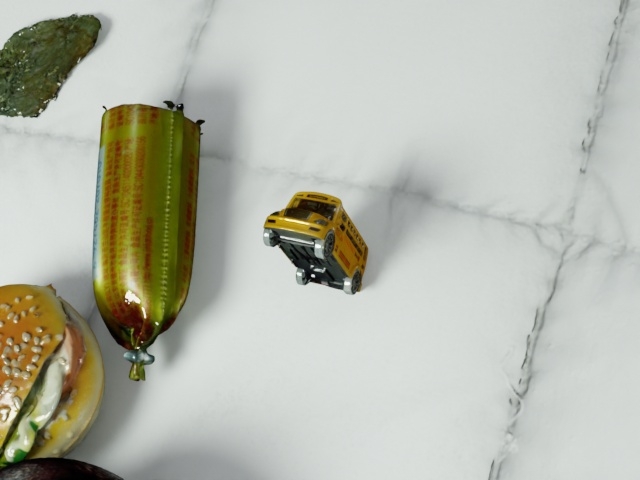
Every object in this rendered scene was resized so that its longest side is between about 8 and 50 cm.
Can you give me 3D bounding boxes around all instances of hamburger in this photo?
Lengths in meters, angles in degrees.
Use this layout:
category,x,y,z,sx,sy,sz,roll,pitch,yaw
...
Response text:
category,x,y,z,sx,sy,sz,roll,pitch,yaw
hamburger,-0.345,0.153,1.215,0.237,0.147,0.236,-8,65,17

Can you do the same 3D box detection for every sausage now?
category,x,y,z,sx,sy,sz,roll,pitch,yaw
sausage,-0.195,0.001,1.242,0.125,0.117,0.317,-13,67,29

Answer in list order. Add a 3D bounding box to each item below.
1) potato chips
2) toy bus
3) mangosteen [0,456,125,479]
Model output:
category,x,y,z,sx,sy,sz,roll,pitch,yaw
potato chips,-0.376,-0.225,1.439,0.209,0.026,0.142,-14,68,13
toy bus,0.000,0.000,1.151,0.070,0.162,0.074,12,71,22
mangosteen,-0.278,0.354,1.059,0.297,0.313,0.296,4,81,-22
